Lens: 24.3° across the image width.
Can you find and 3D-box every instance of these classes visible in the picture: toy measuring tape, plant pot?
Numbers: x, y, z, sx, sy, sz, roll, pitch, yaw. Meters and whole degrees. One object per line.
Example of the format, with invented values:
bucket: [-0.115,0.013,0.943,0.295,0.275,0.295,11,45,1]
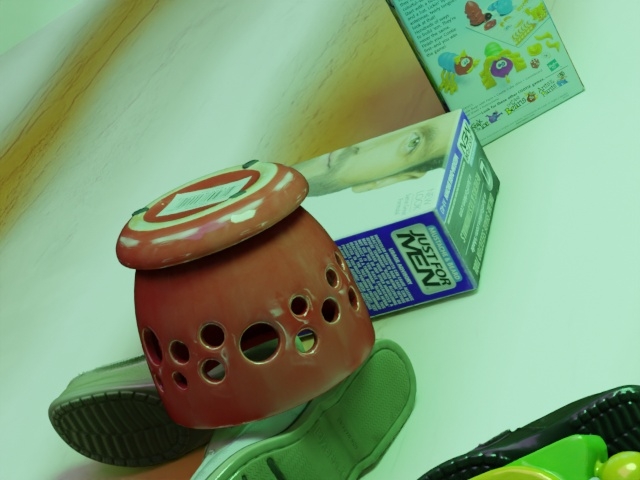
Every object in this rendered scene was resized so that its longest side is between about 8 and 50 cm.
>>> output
toy measuring tape: [0.091,0.236,1.024,0.330,0.121,0.121,-29,26,22]
plant pot: [-0.070,0.040,1.240,0.191,0.174,0.191,-20,18,7]

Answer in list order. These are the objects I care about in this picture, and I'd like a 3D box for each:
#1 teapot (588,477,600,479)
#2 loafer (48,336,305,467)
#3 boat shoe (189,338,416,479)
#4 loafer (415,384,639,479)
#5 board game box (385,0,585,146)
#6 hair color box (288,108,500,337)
teapot: [0.066,0.291,0.823,0.187,0.256,0.252,5,26,37]
loafer: [-0.129,0.141,1.415,0.269,0.102,0.092,-12,30,15]
boat shoe: [-0.041,0.190,1.232,0.103,0.113,0.302,-8,23,45]
loafer: [0.160,0.175,1.101,0.220,0.080,0.078,-26,-5,13]
board game box: [0.150,-0.262,1.601,0.144,0.275,0.142,-29,27,4]
hair color box: [0.000,0.000,1.503,0.339,0.110,0.185,-16,30,24]
